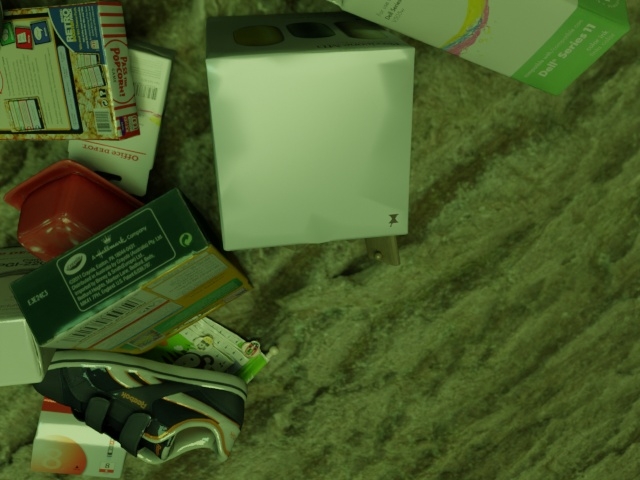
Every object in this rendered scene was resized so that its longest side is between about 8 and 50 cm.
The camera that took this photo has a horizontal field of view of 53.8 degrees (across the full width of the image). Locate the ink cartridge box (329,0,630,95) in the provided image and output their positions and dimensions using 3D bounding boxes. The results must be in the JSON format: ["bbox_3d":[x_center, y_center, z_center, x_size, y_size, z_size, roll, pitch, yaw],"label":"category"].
[{"bbox_3d":[0.143,-0.322,0.680,0.353,0.207,0.119,15,150,-17],"label":"ink cartridge box"}]

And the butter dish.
[{"bbox_3d":[-0.306,-0.004,0.791,0.160,0.118,0.159,-19,142,33],"label":"butter dish"}]

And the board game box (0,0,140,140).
[{"bbox_3d":[-0.309,-0.189,0.720,0.193,0.045,0.147,4,109,18],"label":"board game box"}]

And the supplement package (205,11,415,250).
[{"bbox_3d":[-0.024,-0.141,0.723,0.199,0.263,0.198,-5,118,-7],"label":"supplement package"}]

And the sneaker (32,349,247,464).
[{"bbox_3d":[-0.271,0.248,0.926,0.320,0.128,0.126,10,143,-8],"label":"sneaker"}]

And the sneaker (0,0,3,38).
[{"bbox_3d":[-0.394,-0.322,0.652,0.086,0.132,0.229,-17,130,-1],"label":"sneaker"}]

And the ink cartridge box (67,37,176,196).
[{"bbox_3d":[-0.252,-0.157,0.791,0.104,0.062,0.182,12,114,-13],"label":"ink cartridge box"}]

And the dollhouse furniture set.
[{"bbox_3d":[0.000,0.000,0.867,0.151,0.144,0.123,-34,125,-33],"label":"dollhouse furniture set"}]

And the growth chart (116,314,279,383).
[{"bbox_3d":[-0.208,0.182,0.996,0.237,0.021,0.172,30,110,-21],"label":"growth chart"}]

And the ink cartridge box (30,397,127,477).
[{"bbox_3d":[-0.379,0.301,1.016,0.145,0.045,0.180,11,117,-15],"label":"ink cartridge box"}]

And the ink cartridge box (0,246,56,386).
[{"bbox_3d":[-0.412,0.089,0.803,0.158,0.218,0.092,-5,112,-7],"label":"ink cartridge box"}]

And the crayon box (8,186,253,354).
[{"bbox_3d":[-0.212,0.057,0.803,0.203,0.323,0.083,-31,78,-4],"label":"crayon box"}]
